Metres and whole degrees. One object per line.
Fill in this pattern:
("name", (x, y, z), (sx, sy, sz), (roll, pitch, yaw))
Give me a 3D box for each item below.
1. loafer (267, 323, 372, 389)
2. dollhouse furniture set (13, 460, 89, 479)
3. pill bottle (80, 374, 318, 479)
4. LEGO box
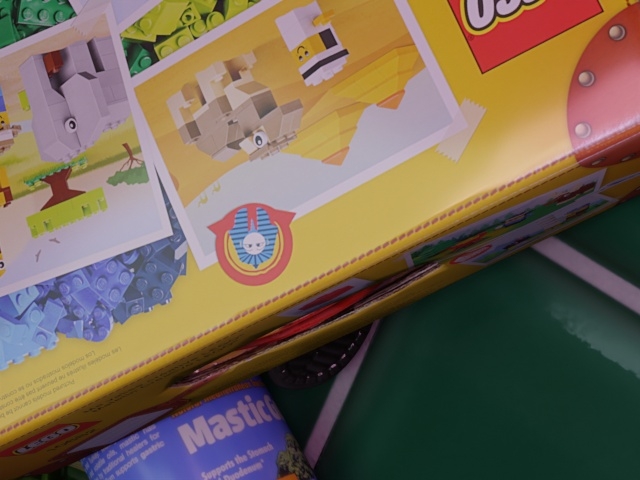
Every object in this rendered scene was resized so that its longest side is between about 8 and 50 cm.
("loafer", (0.000, 0.000, 0.885), (0.078, 0.080, 0.220), (21, 98, 57))
("dollhouse furniture set", (-0.249, 0.095, 0.992), (0.151, 0.197, 0.302), (11, 102, 36))
("pill bottle", (-0.114, 0.135, 0.925), (0.152, 0.152, 0.272), (-40, 72, 32))
("LEGO box", (-0.079, -0.112, 0.754), (0.500, 0.193, 0.373), (-27, 77, 15))
